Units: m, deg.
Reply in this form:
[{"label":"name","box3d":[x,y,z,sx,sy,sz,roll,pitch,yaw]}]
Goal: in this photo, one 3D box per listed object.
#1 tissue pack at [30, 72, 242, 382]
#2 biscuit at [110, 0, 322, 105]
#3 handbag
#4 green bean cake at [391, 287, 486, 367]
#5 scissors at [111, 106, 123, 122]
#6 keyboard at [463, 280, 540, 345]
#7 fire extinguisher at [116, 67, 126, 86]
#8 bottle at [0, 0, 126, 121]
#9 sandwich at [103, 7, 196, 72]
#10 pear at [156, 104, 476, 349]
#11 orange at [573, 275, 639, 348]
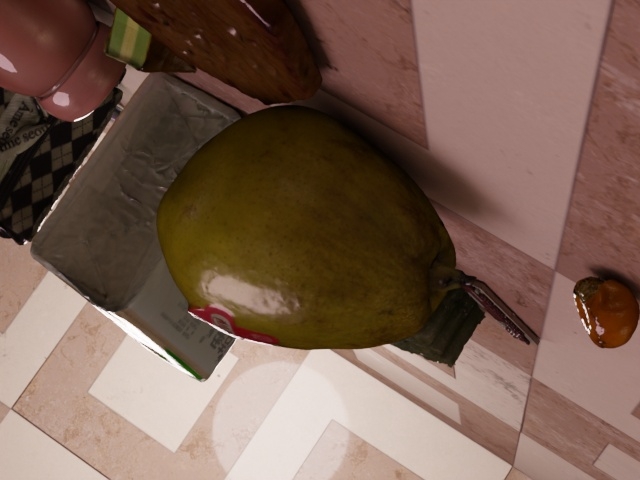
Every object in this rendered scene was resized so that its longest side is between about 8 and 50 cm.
[{"label":"tissue pack","box3d":[-0.211,-0.007,1.761,0.205,0.331,0.405,29,168,19]},{"label":"biscuit","box3d":[-0.146,-0.259,1.209,0.359,0.046,0.359,33,170,6]},{"label":"handbag","box3d":[-0.568,-0.202,1.850,0.416,0.316,0.180,27,179,-31]},{"label":"green bean cake","box3d":[0.097,0.073,1.756,0.241,0.132,0.255,22,164,36]},{"label":"scissors","box3d":[-0.303,-0.185,2.076,0.256,0.030,0.125,33,168,-3]},{"label":"keyboard","box3d":[0.258,0.104,1.687,0.166,0.017,0.055,42,167,-36]},{"label":"fire extinguisher","box3d":[-0.376,-0.272,1.697,0.231,0.071,0.099,17,-155,-36]},{"label":"bottle","box3d":[-0.391,-0.294,1.524,0.297,0.173,0.206,37,-159,-27]},{"label":"sandwich","box3d":[-0.208,-0.261,1.504,0.074,0.074,0.116,28,-160,27]},{"label":"pear","box3d":[0.000,0.000,1.346,0.375,0.287,0.287,16,164,20]},{"label":"orange","box3d":[0.312,0.076,1.264,0.086,0.062,0.086,-16,-90,-88]}]
